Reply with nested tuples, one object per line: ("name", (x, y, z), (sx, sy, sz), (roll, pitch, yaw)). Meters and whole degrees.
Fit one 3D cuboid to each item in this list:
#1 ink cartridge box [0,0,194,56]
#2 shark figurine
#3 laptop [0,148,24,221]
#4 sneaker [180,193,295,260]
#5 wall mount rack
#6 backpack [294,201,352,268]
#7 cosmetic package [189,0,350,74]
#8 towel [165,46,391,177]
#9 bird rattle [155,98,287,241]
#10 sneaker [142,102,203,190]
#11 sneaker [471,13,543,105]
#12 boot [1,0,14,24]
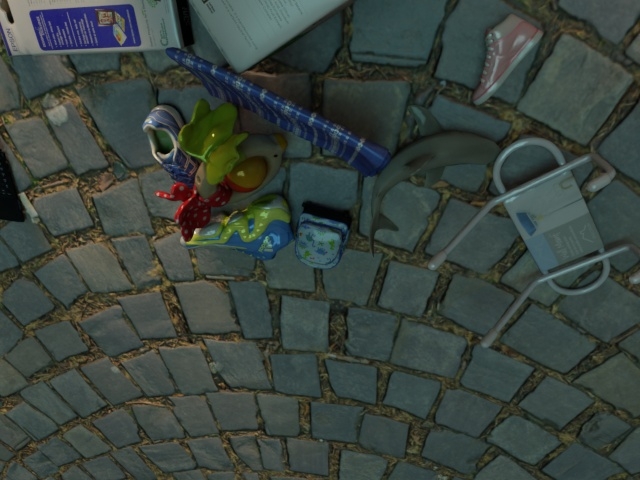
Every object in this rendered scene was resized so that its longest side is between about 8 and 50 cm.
("ink cartridge box", (-0.386, -0.400, 0.818), (0.332, 0.065, 0.166), (2, 120, 10))
("shark figurine", (0.149, -0.107, 0.835), (0.166, 0.116, 0.278), (44, 117, -12))
("laptop", (-0.790, -0.140, 1.016), (0.234, 0.137, 0.265), (8, 121, 9))
("sneaker", (-0.159, 0.001, 0.978), (0.240, 0.091, 0.126), (-17, 115, 20))
("wall mount rack", (0.360, 0.019, 0.830), (0.304, 0.130, 0.350), (-28, 115, 21))
("backpack", (0.000, 0.000, 0.945), (0.104, 0.084, 0.114), (15, 124, 7))
("cosmetic package", (0.016, -0.395, 0.652), (0.365, 0.197, 0.155), (-23, 111, 25))
("towel", (-0.051, -0.186, 0.766), (0.335, 0.243, 0.040), (26, 96, -1))
("bird rattle", (-0.158, -0.107, 0.860), (0.143, 0.206, 0.254), (53, 139, 26))
("sneaker", (-0.271, -0.145, 0.926), (0.080, 0.081, 0.211), (-16, 117, 19))
("sneaker", (0.262, -0.277, 0.747), (0.070, 0.051, 0.134), (35, 117, -6))
("boot", (-0.624, -0.448, 0.786), (0.083, 0.161, 0.247), (-17, 114, 22))
